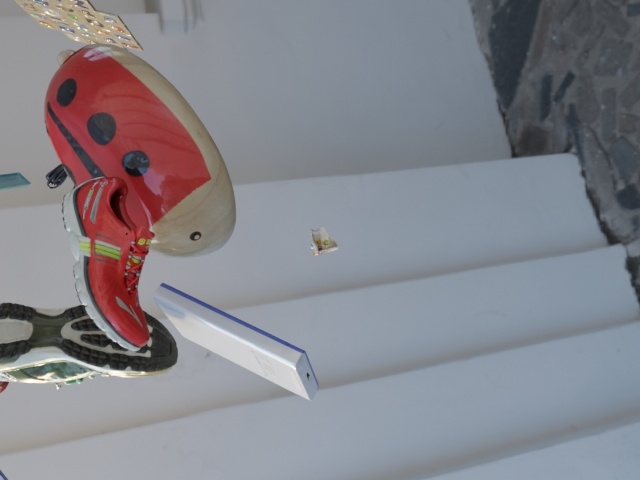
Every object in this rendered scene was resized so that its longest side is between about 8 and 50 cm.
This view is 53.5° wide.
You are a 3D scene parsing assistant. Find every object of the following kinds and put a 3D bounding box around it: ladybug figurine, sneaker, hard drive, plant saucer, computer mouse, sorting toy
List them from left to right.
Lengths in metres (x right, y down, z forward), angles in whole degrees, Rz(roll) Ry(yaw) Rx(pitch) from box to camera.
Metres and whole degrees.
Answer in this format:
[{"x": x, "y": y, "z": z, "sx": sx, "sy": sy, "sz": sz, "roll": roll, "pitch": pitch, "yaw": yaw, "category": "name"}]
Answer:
[{"x": -0.887, "y": -0.150, "z": 1.706, "sx": 0.067, "sy": 0.192, "sz": 0.018, "roll": 36, "pitch": 123, "yaw": 27, "category": "plant saucer"}, {"x": -0.490, "y": 0.223, "z": 1.256, "sx": 0.182, "sy": 0.410, "sz": 0.158, "roll": 106, "pitch": 167, "yaw": -49, "category": "sneaker"}, {"x": -0.537, "y": -0.162, "z": 1.596, "sx": 0.262, "sy": 0.184, "sz": 0.060, "roll": 35, "pitch": -164, "yaw": -50, "category": "computer mouse"}, {"x": -0.302, "y": 0.026, "z": 0.953, "sx": 0.107, "sy": 0.118, "sz": 0.279, "roll": 52, "pitch": -164, "yaw": -76, "category": "sneaker"}, {"x": -0.341, "y": -0.147, "z": 1.138, "sx": 0.449, "sy": 0.162, "sz": 0.305, "roll": 51, "pitch": 133, "yaw": -1, "category": "ladybug figurine"}, {"x": -0.162, "y": 0.202, "z": 1.250, "sx": 0.040, "sy": 0.318, "sz": 0.210, "roll": -59, "pitch": -22, "yaw": -24, "category": "hard drive"}, {"x": 0.000, "y": 0.000, "z": 1.788, "sx": 0.044, "sy": 0.083, "sz": 0.075, "roll": -20, "pitch": 85, "yaw": 48, "category": "sorting toy"}]

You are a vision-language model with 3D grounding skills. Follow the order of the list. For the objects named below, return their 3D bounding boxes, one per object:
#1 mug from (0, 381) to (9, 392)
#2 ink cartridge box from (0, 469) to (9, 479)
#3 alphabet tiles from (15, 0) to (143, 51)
[{"x": -0.990, "y": 0.385, "z": 1.831, "sx": 0.113, "sy": 0.150, "sz": 0.169, "roll": 40, "pitch": -178, "yaw": 13, "category": "mug"}, {"x": -0.931, "y": 0.521, "z": 1.484, "sx": 0.072, "sy": 0.307, "sz": 0.304, "roll": -118, "pitch": 15, "yaw": -51, "category": "ink cartridge box"}, {"x": -0.618, "y": -0.559, "z": 1.615, "sx": 0.342, "sy": 0.285, "sz": 0.011, "roll": 109, "pitch": 175, "yaw": -86, "category": "alphabet tiles"}]
